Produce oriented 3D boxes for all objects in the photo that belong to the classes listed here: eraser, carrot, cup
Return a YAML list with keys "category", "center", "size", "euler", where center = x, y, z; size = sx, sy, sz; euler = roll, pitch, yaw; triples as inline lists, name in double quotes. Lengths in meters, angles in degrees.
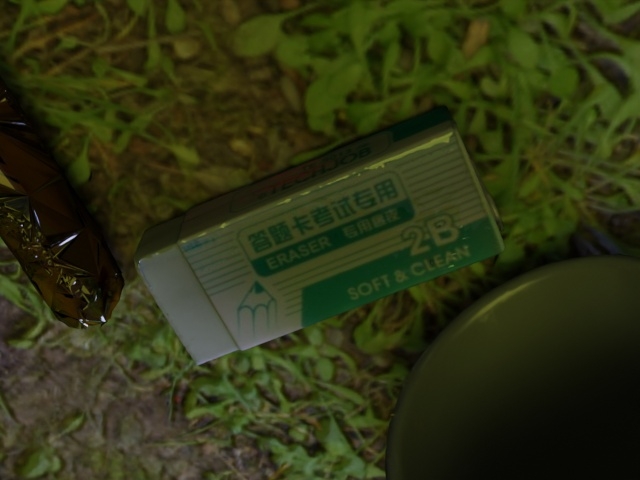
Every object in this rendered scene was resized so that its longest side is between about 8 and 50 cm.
- category: "eraser"
  center: [0.000, 0.000, 0.627]
  size: [0.225, 0.052, 0.095]
  euler: [-21, 116, 13]
- category: "carrot"
  center: [-0.201, -0.043, 0.607]
  size: [0.069, 0.069, 0.228]
  euler: [-24, 115, 13]
- category: "cup"
  center: [0.232, 0.148, 0.617]
  size: [0.301, 0.227, 0.257]
  euler: [-34, 127, 12]
